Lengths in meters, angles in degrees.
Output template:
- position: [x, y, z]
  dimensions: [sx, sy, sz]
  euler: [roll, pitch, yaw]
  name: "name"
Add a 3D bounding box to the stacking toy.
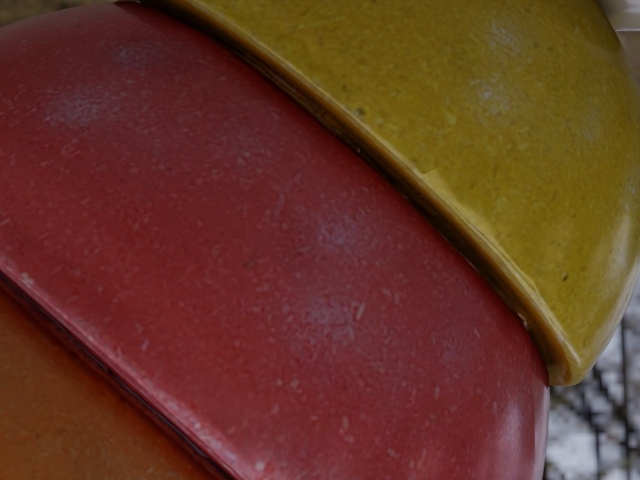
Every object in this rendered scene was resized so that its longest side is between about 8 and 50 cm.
- position: [0.000, 0.000, 0.657]
  dimensions: [0.480, 0.350, 0.350]
  euler: [-46, -165, -7]
  name: "stacking toy"
